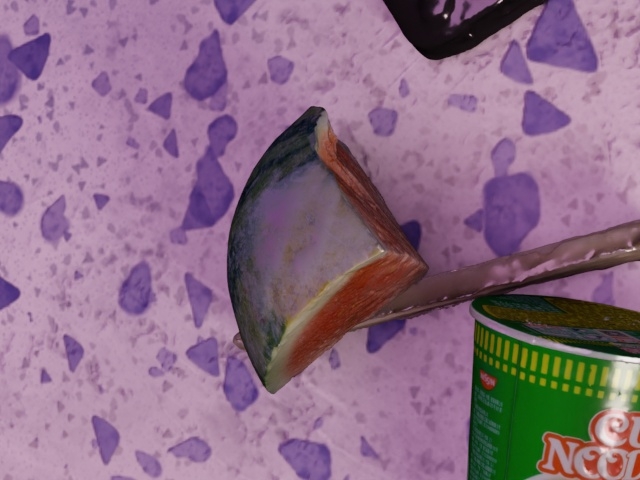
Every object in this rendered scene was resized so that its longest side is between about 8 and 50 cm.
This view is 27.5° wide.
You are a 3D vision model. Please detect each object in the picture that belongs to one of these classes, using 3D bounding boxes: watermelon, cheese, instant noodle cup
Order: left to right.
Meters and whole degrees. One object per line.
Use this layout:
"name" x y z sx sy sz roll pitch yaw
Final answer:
"watermelon" 0.000 0.000 1.105 0.176 0.260 0.256 4 76 16
"cheese" 0.110 0.045 1.175 0.400 0.085 0.034 -17 79 21
"instant noodle cup" 0.207 0.178 1.087 0.207 0.207 0.232 12 101 22

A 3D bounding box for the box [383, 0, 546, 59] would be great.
"box" 0.147 -0.348 1.182 0.290 0.073 0.289 -32 77 18
